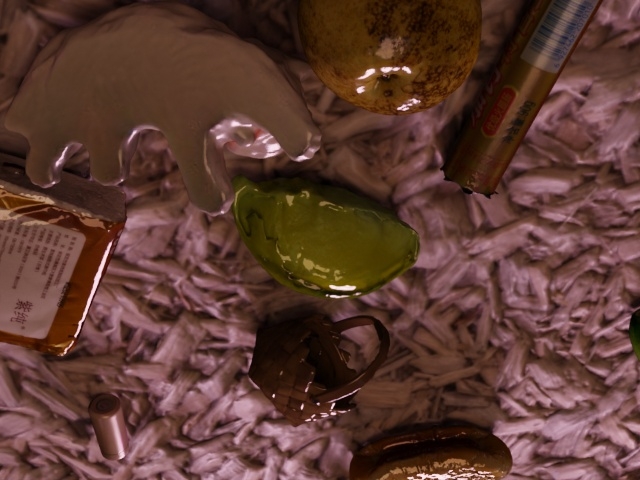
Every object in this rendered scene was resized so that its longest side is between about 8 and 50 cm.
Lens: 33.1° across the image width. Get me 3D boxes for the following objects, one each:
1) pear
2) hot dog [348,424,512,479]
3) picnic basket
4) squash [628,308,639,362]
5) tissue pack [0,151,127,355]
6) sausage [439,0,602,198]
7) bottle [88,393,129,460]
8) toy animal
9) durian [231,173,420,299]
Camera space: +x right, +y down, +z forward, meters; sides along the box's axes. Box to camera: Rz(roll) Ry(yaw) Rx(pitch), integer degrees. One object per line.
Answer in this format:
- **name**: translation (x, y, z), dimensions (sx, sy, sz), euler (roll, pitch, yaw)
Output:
- **pear**: translation (0.075, -0.222, 1.116), dimensions (0.197, 0.197, 0.197), euler (-4, 126, -6)
- **hot dog**: translation (0.160, 0.319, 1.578), dimensions (0.242, 0.084, 0.073), euler (-8, 127, -1)
- **picnic basket**: translation (0.012, 0.161, 1.412), dimensions (0.178, 0.128, 0.138), euler (-23, 128, 19)
- **squash**: translation (0.518, 0.199, 1.548), dimensions (0.082, 0.082, 0.292), euler (-28, 124, 11)
- **tissue pack**: translation (-0.348, 0.019, 1.281), dimensions (0.183, 0.092, 0.226), euler (17, 120, -19)
- **sausage**: translation (0.247, -0.213, 1.215), dimensions (0.082, 0.082, 0.372), euler (15, 121, -18)
- **bottle**: translation (-0.292, 0.259, 1.491), dimensions (0.045, 0.045, 0.096), euler (-6, 128, -4)
- **toy animal**: translation (-0.165, -0.149, 1.173), dimensions (0.307, 0.188, 0.266), euler (-36, 102, 29)
- **durian**: translation (0.000, 0.000, 1.320), dimensions (0.250, 0.101, 0.139), euler (10, 88, -16)
